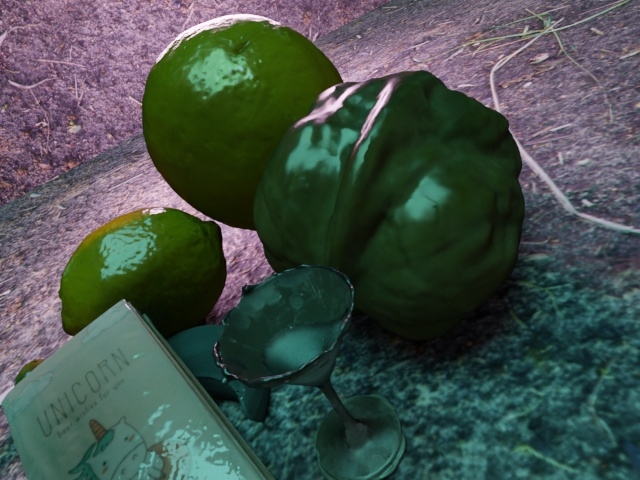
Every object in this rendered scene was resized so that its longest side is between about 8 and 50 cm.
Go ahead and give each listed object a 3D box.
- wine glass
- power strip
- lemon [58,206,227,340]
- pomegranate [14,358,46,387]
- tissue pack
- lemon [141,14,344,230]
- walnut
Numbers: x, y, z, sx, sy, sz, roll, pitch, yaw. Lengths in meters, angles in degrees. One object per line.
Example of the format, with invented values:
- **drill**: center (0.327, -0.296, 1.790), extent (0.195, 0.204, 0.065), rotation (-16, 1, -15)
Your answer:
- **wine glass**: center (0.004, 0.122, 0.383), extent (0.122, 0.183, 0.122), rotation (-18, 35, 13)
- **power strip**: center (-0.181, 0.186, 0.555), extent (0.253, 0.054, 0.168), rotation (-20, 30, 11)
- **lemon**: center (-0.255, 0.056, 0.660), extent (0.260, 0.204, 0.204), rotation (-33, 31, -14)
- **pomegranate**: center (-0.431, 0.225, 0.683), extent (0.073, 0.073, 0.085), rotation (6, 80, 42)
- **tissue pack**: center (-0.179, 0.204, 0.427), extent (0.170, 0.071, 0.325), rotation (-43, 51, -16)
- **lemon**: center (-0.106, -0.178, 0.717), extent (0.347, 0.348, 0.348), rotation (-20, 32, 13)
- **walnut**: center (0.079, -0.043, 0.506), extent (0.277, 0.282, 0.253), rotation (-57, 2, -30)
